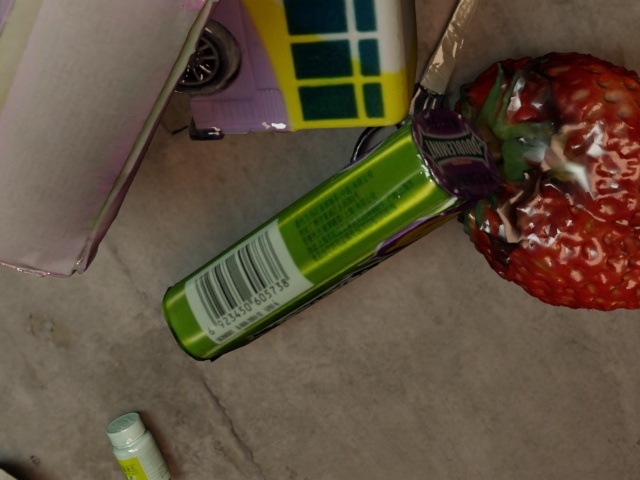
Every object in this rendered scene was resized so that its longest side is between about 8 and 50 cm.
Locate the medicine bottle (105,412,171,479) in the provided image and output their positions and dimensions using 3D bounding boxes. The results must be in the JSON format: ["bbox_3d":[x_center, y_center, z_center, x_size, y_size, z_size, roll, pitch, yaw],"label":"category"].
[{"bbox_3d":[-0.201,0.235,1.239,0.047,0.047,0.083,-24,109,-3],"label":"medicine bottle"}]

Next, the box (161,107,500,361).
[{"bbox_3d":[0.000,0.000,1.088,0.345,0.134,0.097,-34,80,33],"label":"box"}]

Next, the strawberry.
[{"bbox_3d":[0.275,-0.061,1.147,0.288,0.238,0.250,5,109,-20],"label":"strawberry"}]

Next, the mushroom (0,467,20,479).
[{"bbox_3d":[-0.339,0.341,1.224,0.096,0.088,0.213,-1,112,0],"label":"mushroom"}]

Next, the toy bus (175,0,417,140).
[{"bbox_3d":[-0.036,-0.312,0.916,0.249,0.209,0.440,-1,135,9],"label":"toy bus"}]

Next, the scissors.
[{"bbox_3d":[0.122,-0.174,1.195,0.109,0.022,0.300,18,101,-18],"label":"scissors"}]

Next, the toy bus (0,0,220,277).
[{"bbox_3d":[-0.198,-0.125,0.867,0.171,0.162,0.386,21,135,-15],"label":"toy bus"}]
